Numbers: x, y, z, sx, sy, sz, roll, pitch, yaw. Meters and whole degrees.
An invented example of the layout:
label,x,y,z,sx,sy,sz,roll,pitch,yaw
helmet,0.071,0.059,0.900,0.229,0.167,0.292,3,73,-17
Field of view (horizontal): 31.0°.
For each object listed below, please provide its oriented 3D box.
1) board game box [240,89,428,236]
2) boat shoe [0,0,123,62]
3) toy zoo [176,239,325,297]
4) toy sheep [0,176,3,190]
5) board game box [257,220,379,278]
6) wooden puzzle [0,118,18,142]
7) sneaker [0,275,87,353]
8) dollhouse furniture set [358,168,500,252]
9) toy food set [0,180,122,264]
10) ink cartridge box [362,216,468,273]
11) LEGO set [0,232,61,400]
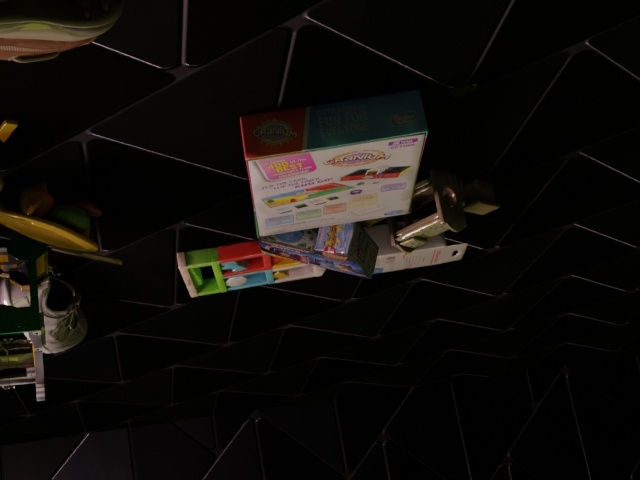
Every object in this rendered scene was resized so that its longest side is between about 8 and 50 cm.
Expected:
label,x,y,z,sx,sy,sz,roll,pitch,yaw
board game box,0.017,-0.101,1.629,0.242,0.064,0.316,-9,162,-4
boat shoe,-0.340,-0.211,1.019,0.324,0.123,0.116,4,160,-32
toy zoo,-0.098,0.040,2.055,0.293,0.030,0.192,-10,162,-2
toy sheep,-0.459,-0.070,1.440,0.132,0.091,0.091,0,160,-40
board game box,0.000,0.000,1.865,0.194,0.060,0.194,13,169,2
wooden puzzle,-0.428,-0.131,1.384,0.116,0.014,0.078,0,156,-28
sneaker,-0.460,0.126,2.001,0.115,0.105,0.281,-13,161,9
dollhouse furniture set,0.176,-0.027,1.880,0.161,0.101,0.182,8,155,-44
toy food set,-0.373,-0.035,1.640,0.128,0.071,0.218,9,167,21
ink cartridge box,0.161,0.007,2.040,0.181,0.061,0.104,-8,163,-4
LEGO set,-0.541,0.135,1.723,0.331,0.255,0.192,-10,137,-21
